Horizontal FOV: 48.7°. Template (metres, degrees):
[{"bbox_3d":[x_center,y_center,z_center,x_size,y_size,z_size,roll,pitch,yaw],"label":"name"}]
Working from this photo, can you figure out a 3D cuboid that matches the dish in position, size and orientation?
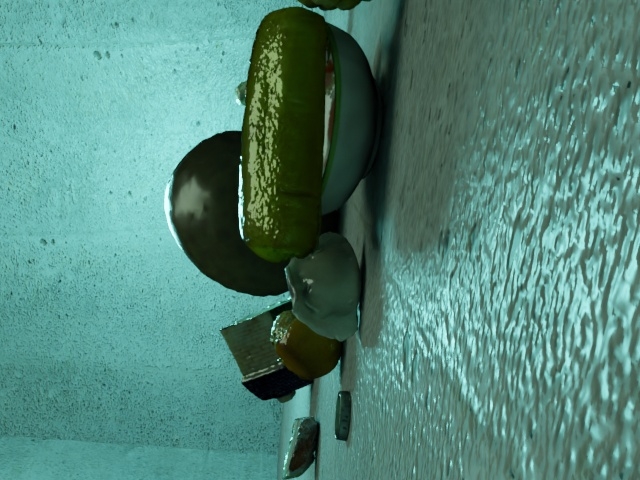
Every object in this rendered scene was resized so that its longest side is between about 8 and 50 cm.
[{"bbox_3d":[0.026,-0.192,1.172,0.324,0.124,0.324,-178,90,-70],"label":"dish"}]

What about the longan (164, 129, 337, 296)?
[{"bbox_3d":[-0.166,-0.079,1.713,0.404,0.436,0.404,-42,-16,-15],"label":"longan"}]

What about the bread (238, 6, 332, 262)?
[{"bbox_3d":[-0.061,-0.157,1.057,0.166,0.112,0.384,-174,87,-71],"label":"bread"}]

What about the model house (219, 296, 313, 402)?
[{"bbox_3d":[-0.116,0.325,2.117,0.298,0.243,0.284,-20,-90,-67],"label":"model house"}]

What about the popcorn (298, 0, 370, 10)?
[{"bbox_3d":[0.021,-0.467,1.033,0.258,0.224,0.270,12,80,61],"label":"popcorn"}]

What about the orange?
[{"bbox_3d":[-0.025,0.196,1.383,0.156,0.134,0.156,41,153,27],"label":"orange"}]

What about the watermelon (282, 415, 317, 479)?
[{"bbox_3d":[-0.037,0.489,1.723,0.187,0.071,0.139,-77,3,-52],"label":"watermelon"}]

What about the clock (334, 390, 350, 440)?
[{"bbox_3d":[0.037,0.298,1.206,0.085,0.017,0.085,-175,90,-86],"label":"clock"}]

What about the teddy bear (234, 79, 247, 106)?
[{"bbox_3d":[-0.091,-0.380,1.911,0.327,0.375,0.362,-55,-5,15],"label":"teddy bear"}]

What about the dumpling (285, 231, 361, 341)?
[{"bbox_3d":[0.004,0.075,1.175,0.108,0.127,0.188,127,143,-71],"label":"dumpling"}]
